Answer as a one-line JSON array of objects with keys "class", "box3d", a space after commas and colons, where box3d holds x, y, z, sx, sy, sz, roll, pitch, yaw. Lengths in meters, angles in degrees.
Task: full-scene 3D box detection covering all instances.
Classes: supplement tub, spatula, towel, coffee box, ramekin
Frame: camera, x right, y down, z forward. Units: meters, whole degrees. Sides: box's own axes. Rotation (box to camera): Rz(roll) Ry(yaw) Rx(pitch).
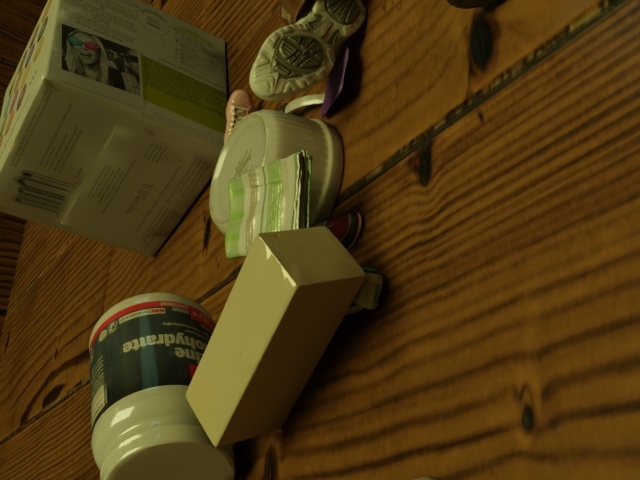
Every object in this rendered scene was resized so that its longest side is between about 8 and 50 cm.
[{"class": "supplement tub", "box3d": [-0.221, 0.223, 1.137, 0.191, 0.191, 0.272, -55, 33, 27]}, {"class": "spatula", "box3d": [-0.033, -0.200, 1.221, 0.296, 0.030, 0.084, -21, 52, 55]}, {"class": "towel", "box3d": [-0.068, -0.041, 0.997, 0.152, 0.023, 0.113, -14, 68, 46]}, {"class": "coffee box", "box3d": [-0.398, -0.232, 1.549, 0.337, 0.338, 0.334, -46, 37, 37]}, {"class": "ramekin", "box3d": [-0.069, -0.083, 1.138, 0.207, 0.109, 0.207, -36, 44, 46]}]

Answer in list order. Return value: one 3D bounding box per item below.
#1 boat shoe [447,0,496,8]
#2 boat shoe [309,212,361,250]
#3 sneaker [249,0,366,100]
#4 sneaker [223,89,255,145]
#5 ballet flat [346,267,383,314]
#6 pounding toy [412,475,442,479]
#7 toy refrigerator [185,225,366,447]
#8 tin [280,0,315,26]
[{"class": "boat shoe", "box3d": [0.202, -0.311, 0.856, 0.178, 0.064, 0.060, -34, 40, 39]}, {"class": "boat shoe", "box3d": [0.000, 0.000, 1.039, 0.137, 0.043, 0.049, -34, 44, 46]}, {"class": "sneaker", "box3d": [-0.026, -0.254, 1.134, 0.232, 0.090, 0.115, -49, 6, -34]}, {"class": "sneaker", "box3d": [-0.132, -0.185, 1.352, 0.070, 0.051, 0.134, -169, 89, -75]}, {"class": "ballet flat", "box3d": [0.012, 0.063, 0.973, 0.168, 0.057, 0.052, -9, 76, 58]}, {"class": "pounding toy", "box3d": [0.080, 0.336, 0.679, 0.237, 0.110, 0.183, -63, -3, -58]}, {"class": "toy refrigerator", "box3d": [-0.061, 0.112, 0.952, 0.094, 0.102, 0.270, 50, 130, 32]}, {"class": "tin", "box3d": [-0.015, -0.360, 1.186, 0.106, 0.040, 0.189, -53, 3, -3]}]
